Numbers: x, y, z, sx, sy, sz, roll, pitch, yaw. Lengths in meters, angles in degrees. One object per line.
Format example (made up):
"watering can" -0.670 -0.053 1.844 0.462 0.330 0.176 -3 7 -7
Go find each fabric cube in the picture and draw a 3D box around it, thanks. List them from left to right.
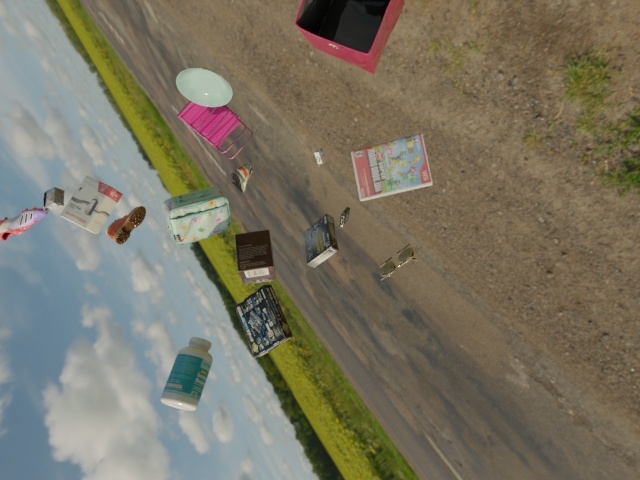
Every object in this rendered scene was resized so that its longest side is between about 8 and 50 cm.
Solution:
"fabric cube" 0.101 -0.722 1.302 0.253 0.259 0.258 25 -167 6

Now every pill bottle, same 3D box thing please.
"pill bottle" -0.523 0.528 1.643 0.146 0.146 0.264 82 -162 -57

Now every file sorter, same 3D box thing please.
"file sorter" -0.505 -0.570 2.027 0.182 0.202 0.290 44 -177 33

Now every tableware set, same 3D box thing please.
"tableware set" 0.358 0.108 1.893 0.039 0.194 0.128 43 -156 -17

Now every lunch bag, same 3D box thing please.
"lunch bag" -1.013 -0.152 1.545 0.053 0.083 0.071 29 -132 -60
"lunch bag" -0.529 -0.108 1.758 0.108 0.278 0.224 53 151 32

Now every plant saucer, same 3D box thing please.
"plant saucer" -0.407 -0.550 1.450 0.195 0.194 0.038 99 176 -69

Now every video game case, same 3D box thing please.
"video game case" 0.274 -0.282 1.594 0.025 0.284 0.204 11 -112 -73

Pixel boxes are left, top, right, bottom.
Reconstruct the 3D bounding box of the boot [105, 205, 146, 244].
"boot" -0.696 -0.068 1.464 0.084 0.158 0.059 25 159 27

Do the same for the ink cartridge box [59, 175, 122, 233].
"ink cartridge box" -1.035 -0.161 1.856 0.158 0.218 0.092 23 169 13

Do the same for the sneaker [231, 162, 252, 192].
"sneaker" -0.262 -0.218 1.411 0.057 0.075 0.161 44 168 1

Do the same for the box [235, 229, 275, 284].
"box" -0.313 0.082 1.990 0.167 0.168 0.204 92 170 -63

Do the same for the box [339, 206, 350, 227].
"box" 0.112 -0.108 1.894 0.018 0.083 0.067 18 124 14

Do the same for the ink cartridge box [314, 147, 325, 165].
"ink cartridge box" 0.000 -0.431 2.125 0.028 0.048 0.083 2 130 30

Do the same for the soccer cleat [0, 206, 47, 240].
"soccer cleat" -1.290 -0.075 1.783 0.083 0.247 0.095 19 -126 -83

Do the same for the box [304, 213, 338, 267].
"box" 0.000 0.000 2.136 0.056 0.183 0.231 30 -143 -35

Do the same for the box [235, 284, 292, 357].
"box" -0.219 0.305 1.557 0.051 0.175 0.221 6 -128 -56
